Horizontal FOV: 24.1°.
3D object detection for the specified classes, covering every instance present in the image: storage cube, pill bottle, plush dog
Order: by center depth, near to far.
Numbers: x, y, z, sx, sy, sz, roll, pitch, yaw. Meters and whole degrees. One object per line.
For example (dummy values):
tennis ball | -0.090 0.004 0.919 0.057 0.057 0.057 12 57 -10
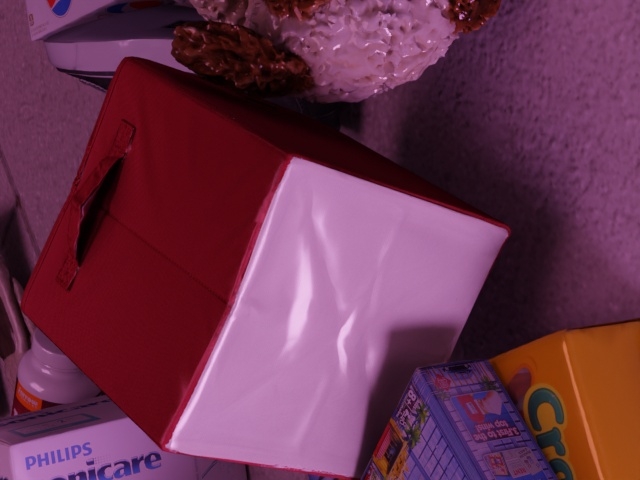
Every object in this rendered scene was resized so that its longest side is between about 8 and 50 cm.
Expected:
storage cube | -0.035 0.019 0.922 0.193 0.215 0.183 33 103 49
plush dog | -0.004 -0.176 0.959 0.210 0.262 0.225 71 172 -51
pill bottle | -0.258 0.156 1.472 0.086 0.086 0.152 42 130 41

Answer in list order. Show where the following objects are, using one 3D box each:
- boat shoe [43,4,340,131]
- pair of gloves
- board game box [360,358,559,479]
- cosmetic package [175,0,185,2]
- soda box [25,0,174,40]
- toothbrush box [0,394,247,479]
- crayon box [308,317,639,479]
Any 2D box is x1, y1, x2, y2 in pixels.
boat shoe | -0.101 -0.122 1.172 0.306 0.113 0.105 7 117 39
pair of gloves | -0.367 0.087 1.644 0.240 0.042 0.204 -35 73 54
board game box | 0.093 0.204 0.852 0.194 0.060 0.194 49 129 38
cosmetic package | -0.123 -0.300 1.069 0.183 0.151 0.151 -45 59 20
soda box | -0.179 -0.228 1.282 0.216 0.069 0.074 -10 89 54
toothbrush box | -0.172 0.285 1.277 0.126 0.216 0.295 -1 96 54
crayon box | 0.129 0.176 0.919 0.323 0.083 0.203 -30 70 48
